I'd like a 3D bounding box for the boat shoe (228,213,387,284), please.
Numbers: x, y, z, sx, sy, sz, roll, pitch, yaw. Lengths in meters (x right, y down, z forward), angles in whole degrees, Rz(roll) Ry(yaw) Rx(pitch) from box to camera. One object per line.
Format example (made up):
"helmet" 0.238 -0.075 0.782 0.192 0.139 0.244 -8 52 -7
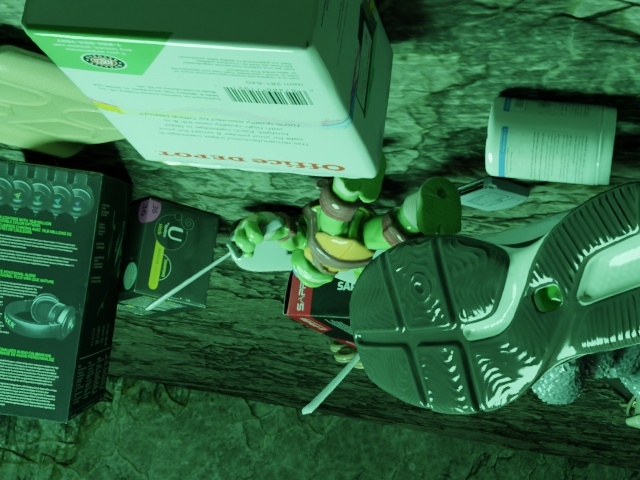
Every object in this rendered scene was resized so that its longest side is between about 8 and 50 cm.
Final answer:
"boat shoe" 0.000 0.000 1.802 0.219 0.078 0.070 6 -159 -7

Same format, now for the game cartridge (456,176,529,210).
"game cartridge" 0.181 -0.048 1.590 0.056 0.017 0.083 18 164 -22

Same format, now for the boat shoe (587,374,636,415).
"boat shoe" 0.498 0.207 2.206 0.355 0.130 0.132 8 166 0

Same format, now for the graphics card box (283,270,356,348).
"graphics card box" 0.168 0.092 2.010 0.371 0.094 0.233 2 165 30

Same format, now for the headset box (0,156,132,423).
"headset box" -0.299 0.042 1.668 0.131 0.283 0.246 8 180 0

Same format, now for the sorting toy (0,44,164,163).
"sorting toy" -0.233 -0.126 1.483 0.307 0.041 0.229 14 165 -36

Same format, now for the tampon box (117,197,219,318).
"tampon box" -0.215 0.025 1.904 0.101 0.120 0.161 15 165 -29

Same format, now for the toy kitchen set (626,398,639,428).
"toy kitchen set" 0.496 0.166 1.960 0.122 0.166 0.207 10 167 -8

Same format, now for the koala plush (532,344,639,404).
"koala plush" 0.336 0.048 1.638 0.196 0.203 0.221 4 148 -20

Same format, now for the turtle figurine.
"turtle figurine" 0.014 0.032 1.561 0.274 0.198 0.266 -32 171 -36

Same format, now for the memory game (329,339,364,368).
"memory game" 0.105 0.144 2.217 0.186 0.012 0.186 -9 -161 3

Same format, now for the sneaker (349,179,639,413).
"sneaker" 0.247 0.043 1.398 0.257 0.169 0.447 -11 175 -43

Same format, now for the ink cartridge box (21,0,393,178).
"ink cartridge box" -0.068 -0.145 1.115 0.201 0.117 0.278 5 166 13

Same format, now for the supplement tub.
"supplement tub" 0.199 -0.086 1.304 0.107 0.071 0.071 7 167 10
